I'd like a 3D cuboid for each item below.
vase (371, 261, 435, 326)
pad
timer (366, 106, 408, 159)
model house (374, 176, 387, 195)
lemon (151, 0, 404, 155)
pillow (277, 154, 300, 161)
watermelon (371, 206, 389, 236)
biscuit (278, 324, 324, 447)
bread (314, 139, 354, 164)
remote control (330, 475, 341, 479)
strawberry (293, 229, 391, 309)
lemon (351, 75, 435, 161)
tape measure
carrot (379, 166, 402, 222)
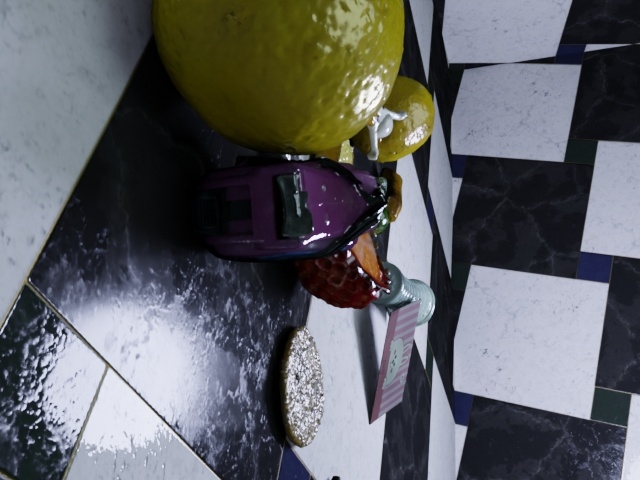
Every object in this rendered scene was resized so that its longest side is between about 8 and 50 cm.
[{"bbox_3d":[0.205,0.144,1.830,0.299,0.143,0.143,33,54,-63],"label":"vase"},{"bbox_3d":[0.195,0.306,1.751,0.202,0.005,0.300,-10,113,-59],"label":"pad"},{"bbox_3d":[0.102,-0.306,1.500,0.266,0.175,0.175,50,38,-49],"label":"timer"},{"bbox_3d":[0.132,-0.112,1.747,0.066,0.078,0.083,46,44,-60],"label":"model house"},{"bbox_3d":[-0.049,-0.266,0.864,0.336,0.336,0.336,-5,90,-72],"label":"lemon"},{"bbox_3d":[-0.066,-0.257,1.211,0.169,0.059,0.255,60,29,-50],"label":"pillow"},{"bbox_3d":[0.117,-0.062,1.661,0.109,0.109,0.109,-5,90,-72],"label":"watermelon"},{"bbox_3d":[-0.033,0.261,1.226,0.220,0.033,0.220,-5,90,-74],"label":"biscuit"},{"bbox_3d":[0.032,-0.165,1.479,0.103,0.065,0.187,65,28,-43],"label":"bread"},{"bbox_3d":[0.011,0.537,1.295,0.212,0.028,0.059,-58,139,-61],"label":"remote control"},{"bbox_3d":[0.009,0.016,1.248,0.253,0.150,0.280,66,19,7],"label":"strawberry"},{"bbox_3d":[0.181,-0.307,1.724,0.260,0.204,0.204,-44,135,-26],"label":"lemon"},{"bbox_3d":[-0.042,-0.049,0.933,0.231,0.245,0.149,-11,97,-56],"label":"tape measure"},{"bbox_3d":[0.195,-0.128,1.941,0.082,0.082,0.173,64,31,-48],"label":"carrot"}]
